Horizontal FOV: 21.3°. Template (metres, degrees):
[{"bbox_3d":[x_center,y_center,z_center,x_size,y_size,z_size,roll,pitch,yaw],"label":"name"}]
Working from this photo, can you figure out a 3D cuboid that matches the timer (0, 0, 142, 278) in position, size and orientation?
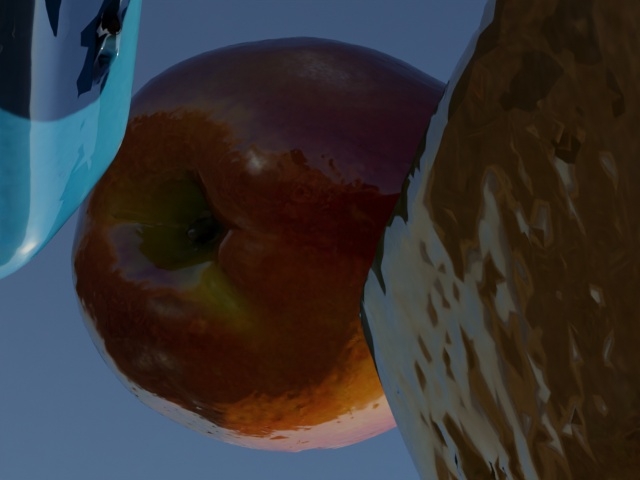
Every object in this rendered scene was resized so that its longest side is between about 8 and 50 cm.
[{"bbox_3d":[-0.211,-0.127,0.494,0.340,0.115,0.309,28,-34,9],"label":"timer"}]

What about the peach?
[{"bbox_3d":[0.000,0.000,0.841,0.243,0.243,0.199,-34,-116,54],"label":"peach"}]

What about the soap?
[{"bbox_3d":[0.153,0.089,0.401,0.293,0.156,0.335,108,-40,-67],"label":"soap"}]
